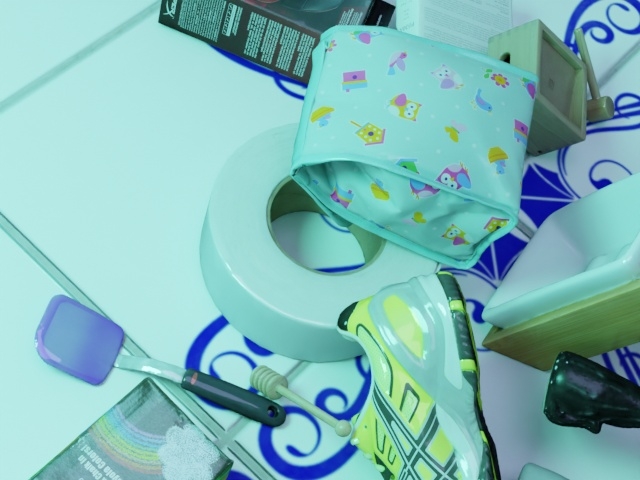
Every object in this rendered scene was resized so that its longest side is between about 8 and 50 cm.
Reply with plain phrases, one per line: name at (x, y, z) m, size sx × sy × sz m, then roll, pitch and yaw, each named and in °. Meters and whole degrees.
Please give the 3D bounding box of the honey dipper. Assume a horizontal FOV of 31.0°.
honey dipper at (-0.019, 0.178, 1.270) m, size 0.030 × 0.030 × 0.160 m, roll -33°, pitch 35°, yaw -28°

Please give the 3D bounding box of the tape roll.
tape roll at (0.000, 0.000, 1.393) m, size 0.286 × 0.100 × 0.286 m, roll 7°, pitch 58°, yaw -11°

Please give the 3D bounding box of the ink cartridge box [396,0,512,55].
ink cartridge box at (0.188, -0.253, 1.596) m, size 0.181 × 0.056 × 0.225 m, roll 11°, pitch 74°, yaw -35°

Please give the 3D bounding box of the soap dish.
soap dish at (0.345, 0.033, 1.368) m, size 0.118 × 0.291 × 0.229 m, roll 45°, pitch 57°, yaw -8°

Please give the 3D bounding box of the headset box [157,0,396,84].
headset box at (-0.043, -0.347, 1.579) m, size 0.293 × 0.110 × 0.218 m, roll 23°, pitch 56°, yaw -1°

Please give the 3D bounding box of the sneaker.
sneaker at (0.115, 0.233, 1.253) m, size 0.147 × 0.145 × 0.385 m, roll -10°, pitch 81°, yaw 9°

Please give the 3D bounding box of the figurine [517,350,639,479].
figurine at (0.334, 0.254, 1.271) m, size 0.209 × 0.092 × 0.215 m, roll 17°, pitch 80°, yaw 18°

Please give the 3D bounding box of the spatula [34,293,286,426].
spatula at (-0.177, 0.149, 1.300) m, size 0.296 × 0.030 × 0.084 m, roll 21°, pitch 58°, yaw -2°

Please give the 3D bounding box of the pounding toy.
pounding toy at (0.317, -0.211, 1.601) m, size 0.206 × 0.094 × 0.181 m, roll 32°, pitch 54°, yaw -39°

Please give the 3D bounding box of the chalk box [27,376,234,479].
chalk box at (-0.212, 0.269, 1.162) m, size 0.132 × 0.132 × 0.213 m, roll 43°, pitch 60°, yaw 11°

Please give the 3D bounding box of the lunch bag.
lunch bag at (0.099, -0.119, 1.338) m, size 0.262 × 0.160 × 0.223 m, roll 19°, pitch 58°, yaw -10°
